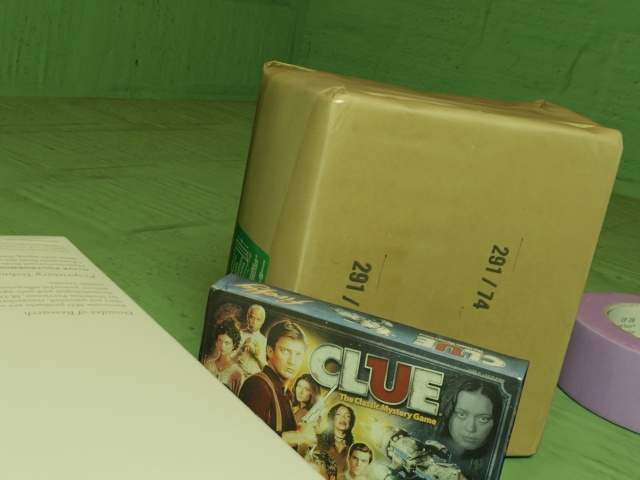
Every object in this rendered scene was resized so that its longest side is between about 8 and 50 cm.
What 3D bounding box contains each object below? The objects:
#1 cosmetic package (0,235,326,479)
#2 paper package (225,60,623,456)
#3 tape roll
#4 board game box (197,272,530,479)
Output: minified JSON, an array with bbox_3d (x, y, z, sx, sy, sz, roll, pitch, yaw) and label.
[{"bbox_3d":[-0.161,0.141,0.532,0.155,0.197,0.365,1,19,-37],"label":"cosmetic package"},{"bbox_3d":[0.078,0.021,0.893,0.309,0.325,0.168,5,16,-23],"label":"paper package"},{"bbox_3d":[0.415,0.147,1.127,0.274,0.090,0.275,9,14,-2],"label":"tape roll"},{"bbox_3d":[0.019,0.137,0.734,0.243,0.165,0.042,15,15,17],"label":"board game box"}]
